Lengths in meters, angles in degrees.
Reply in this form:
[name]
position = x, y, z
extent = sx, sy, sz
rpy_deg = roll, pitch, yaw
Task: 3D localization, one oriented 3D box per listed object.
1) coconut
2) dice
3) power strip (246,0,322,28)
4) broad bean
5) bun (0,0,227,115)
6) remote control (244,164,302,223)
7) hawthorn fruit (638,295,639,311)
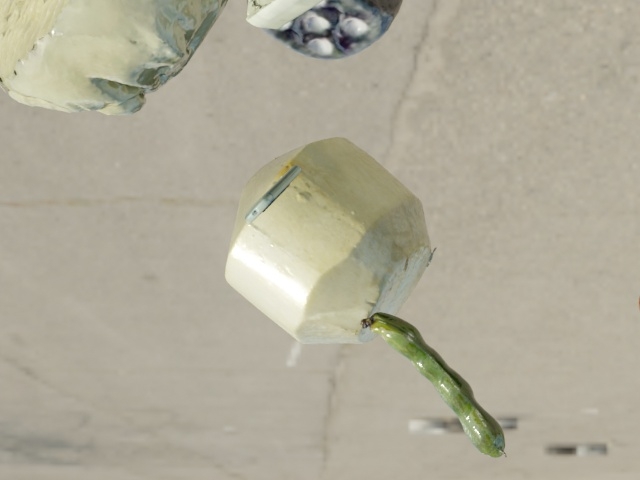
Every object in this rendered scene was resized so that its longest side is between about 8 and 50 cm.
[coconut]
position = 0.000, 0.000, 2.014
extent = 0.322, 0.323, 0.323
rpy_deg = 1, 168, 0
[dice]
position = 0.010, -0.382, 1.917
extent = 0.183, 0.182, 0.181
rpy_deg = 27, 150, -31
[power strip]
position = -0.021, -0.215, 1.019
extent = 0.035, 0.081, 0.192
rpy_deg = 4, 178, -15
[broad bean]
position = 0.155, 0.183, 1.728
extent = 0.053, 0.256, 0.052
rpy_deg = -44, -179, 4
[bun]
position = -0.242, -0.295, 1.581
extent = 0.211, 0.360, 0.359
rpy_deg = 25, 156, -33
[remote control]
position = -0.064, -0.064, 1.810
extent = 0.053, 0.018, 0.124
rpy_deg = -46, -178, 33
[hawthorn fruit]
position = 0.310, 0.066, 0.992
extent = 0.137, 0.133, 0.133
rpy_deg = -4, 171, -21
